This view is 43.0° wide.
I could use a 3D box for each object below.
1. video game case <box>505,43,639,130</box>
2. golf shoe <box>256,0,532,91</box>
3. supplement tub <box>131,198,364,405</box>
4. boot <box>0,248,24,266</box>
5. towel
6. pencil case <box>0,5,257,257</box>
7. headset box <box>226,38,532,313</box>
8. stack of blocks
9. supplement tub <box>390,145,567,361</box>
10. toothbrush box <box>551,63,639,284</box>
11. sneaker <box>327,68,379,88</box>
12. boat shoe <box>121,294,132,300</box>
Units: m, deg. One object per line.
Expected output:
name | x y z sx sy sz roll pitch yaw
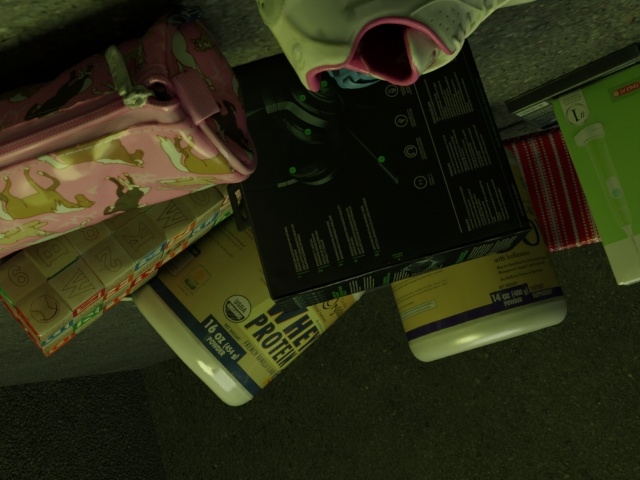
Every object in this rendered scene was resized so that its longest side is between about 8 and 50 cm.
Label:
video game case | 0.424 -0.223 1.262 0.196 0.026 0.274 -22 168 30
golf shoe | 0.082 -0.187 0.651 0.306 0.140 0.115 -12 167 -29
supplement tub | -0.077 0.049 1.138 0.316 0.228 0.228 -43 173 -9
boot | -0.504 0.020 0.930 0.338 0.118 0.223 -28 159 28
towel | 0.321 -0.071 1.332 0.275 0.198 0.031 -12 176 22
pencil case | -0.254 -0.068 0.713 0.386 0.160 0.167 -18 136 12
headset box | 0.039 -0.075 0.858 0.283 0.246 0.131 -17 169 0
stack of blocks | -0.234 0.003 0.971 0.297 0.087 0.171 -39 178 -22
supplement tub | 0.208 -0.005 1.226 0.241 0.331 0.241 -16 170 -3
toothbrush box | 0.478 -0.100 1.145 0.206 0.283 0.122 -22 167 23
sneaker | 0.045 -0.164 0.737 0.053 0.059 0.144 -7 -155 -22
boat shoe | -0.227 0.014 1.247 0.113 0.127 0.340 -22 169 22
